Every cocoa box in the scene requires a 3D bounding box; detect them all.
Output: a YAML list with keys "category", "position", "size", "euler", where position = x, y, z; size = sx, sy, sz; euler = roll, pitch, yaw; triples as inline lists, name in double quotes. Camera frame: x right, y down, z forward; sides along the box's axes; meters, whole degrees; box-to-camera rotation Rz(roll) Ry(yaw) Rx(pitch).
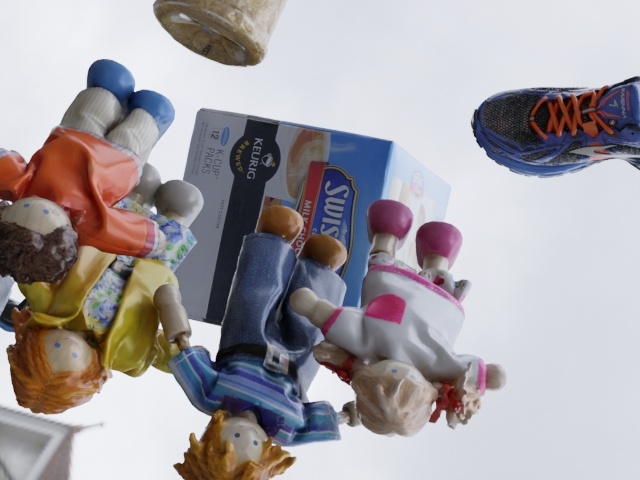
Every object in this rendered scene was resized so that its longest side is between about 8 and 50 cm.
- category: "cocoa box"
  position: [0.000, 0.000, 1.211]
  size: [0.228, 0.347, 0.231]
  euler: [12, -91, 18]

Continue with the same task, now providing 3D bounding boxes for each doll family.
- category: "doll family"
  position: [-0.051, 0.040, 0.486]
  size: [0.163, 0.263, 0.118]
  euler: [-73, -171, -50]

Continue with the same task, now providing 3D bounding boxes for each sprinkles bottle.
- category: "sprinkles bottle"
  position: [-0.045, -0.353, 1.030]
  size: [0.121, 0.121, 0.355]
  euler: [3, -114, 55]

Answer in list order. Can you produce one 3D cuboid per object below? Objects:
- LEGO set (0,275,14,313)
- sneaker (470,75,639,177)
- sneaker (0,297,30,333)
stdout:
- category: "LEGO set"
  position: [-0.328, 0.035, 0.502]
  size: [0.255, 0.192, 0.331]
  euler: [-18, -57, 20]
- category: "sneaker"
  position: [0.236, -0.102, 0.845]
  size: [0.087, 0.221, 0.083]
  euler: [75, 16, -69]
- category: "sneaker"
  position: [-0.306, 0.079, 1.188]
  size: [0.188, 0.067, 0.078]
  euler: [1, -101, 31]
